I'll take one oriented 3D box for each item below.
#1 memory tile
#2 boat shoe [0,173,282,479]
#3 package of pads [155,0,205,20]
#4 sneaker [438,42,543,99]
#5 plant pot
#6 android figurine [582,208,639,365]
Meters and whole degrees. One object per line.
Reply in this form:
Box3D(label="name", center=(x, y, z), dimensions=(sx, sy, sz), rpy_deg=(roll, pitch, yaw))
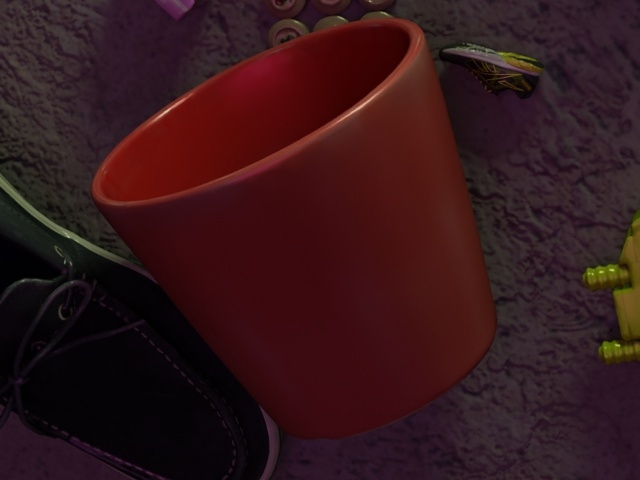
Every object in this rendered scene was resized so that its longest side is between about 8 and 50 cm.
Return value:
Box3D(label="memory tile", center=(0.009, -0.181, 1.494), dimensions=(0.113, 0.012, 0.148), rpy_deg=(-3, 103, 13))
Box3D(label="boat shoe", center=(-0.244, 0.064, 1.511), dimensions=(0.500, 0.156, 0.187), rpy_deg=(42, 115, -13))
Box3D(label="package of pads", center=(-0.127, -0.217, 1.495), dimensions=(0.083, 0.050, 0.032), rpy_deg=(44, 114, -1))
Box3D(label="sneaker", center=(0.132, -0.133, 1.469), dimensions=(0.083, 0.031, 0.035), rpy_deg=(14, 107, 9))
Box3D(label="plant pot", center=(0.000, 0.000, 1.421), dimensions=(0.275, 0.275, 0.243), rpy_deg=(-21, 112, 16))
Box3D(label="android figurine", center=(0.344, 0.036, 1.453), dimensions=(0.273, 0.056, 0.248), rpy_deg=(-9, 102, 13))
